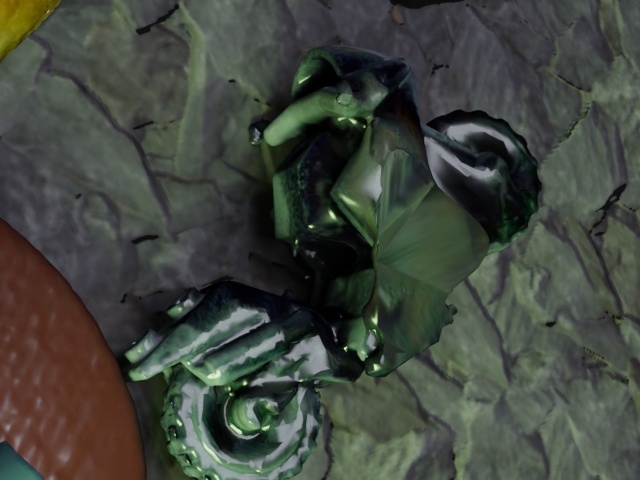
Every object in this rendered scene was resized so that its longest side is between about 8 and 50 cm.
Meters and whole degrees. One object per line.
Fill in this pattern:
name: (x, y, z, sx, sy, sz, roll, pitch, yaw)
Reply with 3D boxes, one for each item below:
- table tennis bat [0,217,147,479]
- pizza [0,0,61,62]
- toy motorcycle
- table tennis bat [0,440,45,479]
table tennis bat: (-0.169, 0.125, 0.759, 0.415, 0.051, 0.268, 37, 60, -22)
pizza: (-0.225, -0.174, 0.722, 0.189, 0.071, 0.297, -52, 139, -18)
toy motorcycle: (0.000, 0.000, 0.882, 0.270, 0.106, 0.159, -43, 101, -25)
table tennis bat: (-0.233, 0.184, 0.591, 0.329, 0.215, 0.044, -36, 143, -15)
